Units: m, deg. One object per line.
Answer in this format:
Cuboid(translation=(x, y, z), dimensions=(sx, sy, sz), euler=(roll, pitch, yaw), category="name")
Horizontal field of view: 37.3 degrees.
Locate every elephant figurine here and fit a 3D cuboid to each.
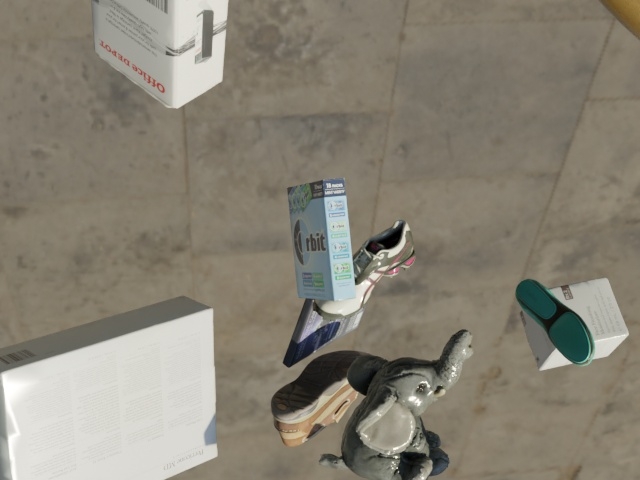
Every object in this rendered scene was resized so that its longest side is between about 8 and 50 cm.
Cuboid(translation=(0.111, 0.239, 1.408), dimensions=(0.186, 0.169, 0.239), euler=(-30, 129, -35), category="elephant figurine")

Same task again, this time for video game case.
Cuboid(translation=(0.031, 0.166, 2.176), dimensions=(0.274, 0.026, 0.196), euler=(-23, 141, -49), category="video game case")

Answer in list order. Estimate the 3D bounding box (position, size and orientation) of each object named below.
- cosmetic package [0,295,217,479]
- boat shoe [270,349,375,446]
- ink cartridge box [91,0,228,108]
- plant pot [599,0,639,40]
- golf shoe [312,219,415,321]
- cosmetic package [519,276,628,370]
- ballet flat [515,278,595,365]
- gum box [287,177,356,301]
Cuboid(translation=(-0.344, 0.274, 1.525), dimensions=(0.377, 0.097, 0.284), euler=(-15, 111, -41), category="cosmetic package")
Cuboid(translation=(0.008, 0.338, 2.062), dimensions=(0.324, 0.123, 0.116), euler=(-26, 122, -44), category="boat shoe")
Cuboid(translation=(-0.245, -0.368, 1.431), dimensions=(0.114, 0.197, 0.273), euler=(-37, 154, -35), category="ink cartridge box")
Cuboid(translation=(0.572, -0.436, 1.589), dimensions=(0.254, 0.237, 0.237), euler=(16, 134, -22), category="plant pot")
Cuboid(translation=(0.085, 0.056, 1.977), dimensions=(0.273, 0.105, 0.120), euler=(-39, 149, -24), category="golf shoe")
Cuboid(translation=(0.589, 0.196, 2.221), dimensions=(0.183, 0.151, 0.151), euler=(-11, 155, -9), category="cosmetic package")
Cuboid(translation=(0.517, 0.176, 2.037), dimensions=(0.083, 0.247, 0.087), euler=(-48, 140, 13), category="ballet flat")
Cuboid(translation=(0.000, 0.000, 1.496), dimensions=(0.041, 0.184, 0.157), euler=(-7, -179, -22), category="gum box")
